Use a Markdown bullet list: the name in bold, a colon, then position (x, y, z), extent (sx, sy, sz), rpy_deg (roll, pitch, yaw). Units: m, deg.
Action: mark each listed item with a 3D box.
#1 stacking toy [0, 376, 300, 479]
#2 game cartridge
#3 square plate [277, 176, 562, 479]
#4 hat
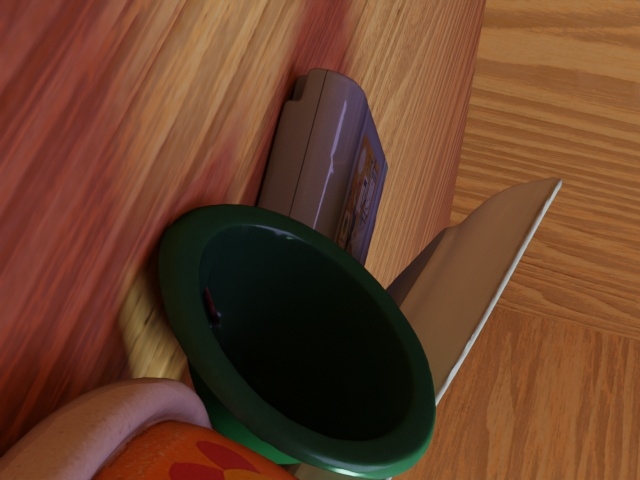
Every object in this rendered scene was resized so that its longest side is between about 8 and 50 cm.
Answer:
- **stacking toy**: position (0.080, 0.269, 0.387), extent (0.350, 0.479, 0.351), rpy_deg (13, 90, -81)
- **game cartridge**: position (0.000, 0.000, 0.855), extent (0.297, 0.062, 0.198), rpy_deg (46, 53, -79)
- **square plate**: position (0.024, 0.129, 0.798), extent (0.344, 0.049, 0.347), rpy_deg (-55, 179, -19)
- **hat**: position (-0.052, 0.101, 0.611), extent (0.183, 0.208, 0.173), rpy_deg (-44, -128, 29)
